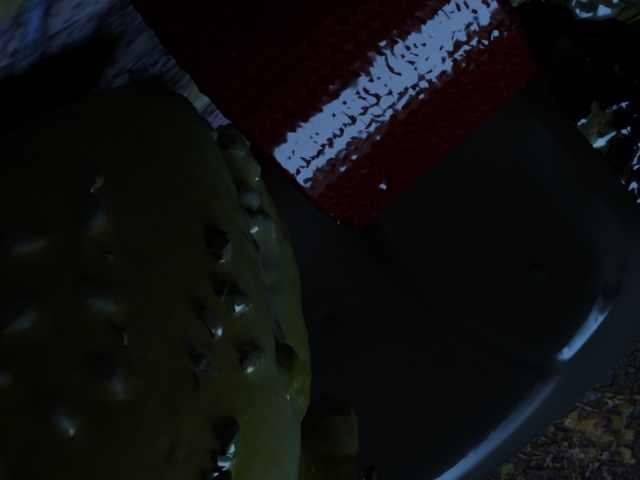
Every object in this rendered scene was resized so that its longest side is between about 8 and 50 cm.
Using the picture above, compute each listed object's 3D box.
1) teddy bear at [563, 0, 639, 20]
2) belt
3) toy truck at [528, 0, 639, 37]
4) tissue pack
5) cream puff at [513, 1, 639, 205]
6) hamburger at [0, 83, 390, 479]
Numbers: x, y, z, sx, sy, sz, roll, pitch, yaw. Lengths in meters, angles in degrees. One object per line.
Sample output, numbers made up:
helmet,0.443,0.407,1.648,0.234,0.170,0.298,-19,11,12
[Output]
teddy bear,0.256,-0.235,0.992,0.256,0.156,0.267,-34,172,-41
belt,0.014,-0.087,0.600,0.124,0.128,0.201,-41,173,5
toy truck,0.268,-0.210,1.411,0.128,0.135,0.259,-37,180,-37
tissue pack,0.034,0.055,1.084,0.387,0.267,0.277,-41,171,10
cream puff,0.166,-0.090,1.271,0.239,0.165,0.239,-37,-151,25
hamburger,-0.141,0.155,0.654,0.445,0.287,0.268,-44,173,-2
